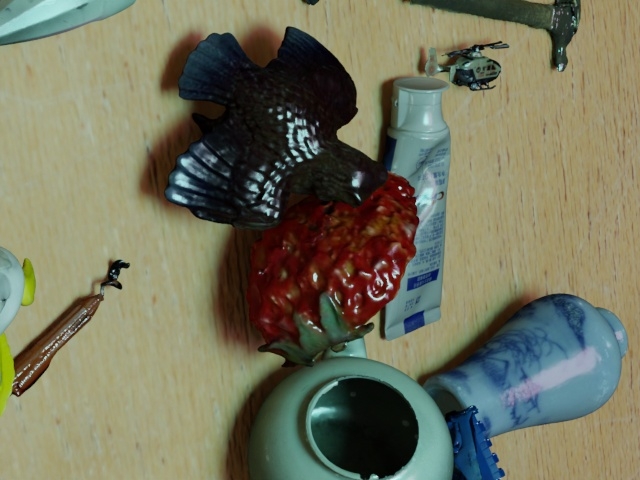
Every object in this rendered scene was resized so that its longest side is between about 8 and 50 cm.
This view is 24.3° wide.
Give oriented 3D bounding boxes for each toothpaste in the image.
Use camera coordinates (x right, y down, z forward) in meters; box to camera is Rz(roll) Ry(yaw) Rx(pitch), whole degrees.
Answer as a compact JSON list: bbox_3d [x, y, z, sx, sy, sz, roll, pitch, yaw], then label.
[{"bbox_3d":[0.097,-0.032,1.528,0.096,0.061,0.266,-18,116,-45],"label":"toothpaste"}]

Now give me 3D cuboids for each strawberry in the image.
[{"bbox_3d":[0.000,0.000,1.369,0.111,0.190,0.236,37,41,-16],"label":"strawberry"}]

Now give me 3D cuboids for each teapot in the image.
[{"bbox_3d":[0.030,0.197,1.382,0.193,0.129,0.294,3,57,-8],"label":"teapot"}]

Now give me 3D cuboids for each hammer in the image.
[{"bbox_3d":[0.187,-0.252,1.600,0.297,0.027,0.125,-1,97,-46],"label":"hammer"}]

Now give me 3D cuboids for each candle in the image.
[{"bbox_3d":[-0.214,0.077,1.235,0.026,0.021,0.167,47,60,-7],"label":"candle"}]

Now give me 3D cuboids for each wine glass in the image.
[{"bbox_3d":[-0.222,-0.180,1.157,0.155,0.073,0.073,-38,122,-32],"label":"wine glass"}]

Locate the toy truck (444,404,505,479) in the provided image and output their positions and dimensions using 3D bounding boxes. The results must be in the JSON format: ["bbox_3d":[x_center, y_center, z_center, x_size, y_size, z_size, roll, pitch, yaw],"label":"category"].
[{"bbox_3d":[0.106,0.272,1.488,0.208,0.126,0.113,-34,123,-12],"label":"toy truck"}]

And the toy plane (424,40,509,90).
[{"bbox_3d":[0.153,-0.183,1.564,0.120,0.031,0.049,-12,117,-39],"label":"toy plane"}]

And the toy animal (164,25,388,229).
[{"bbox_3d":[-0.032,-0.095,1.289,0.218,0.179,0.116,-52,154,-27],"label":"toy animal"}]

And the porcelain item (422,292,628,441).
[{"bbox_3d":[0.231,0.146,1.633,0.259,0.141,0.141,-24,113,-34],"label":"porcelain item"}]

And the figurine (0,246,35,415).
[{"bbox_3d":[-0.276,0.087,1.129,0.129,0.109,0.178,16,94,-56],"label":"figurine"}]

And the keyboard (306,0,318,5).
[{"bbox_3d":[-0.035,-0.313,1.369,0.074,0.015,0.196,-56,131,-29],"label":"keyboard"}]
